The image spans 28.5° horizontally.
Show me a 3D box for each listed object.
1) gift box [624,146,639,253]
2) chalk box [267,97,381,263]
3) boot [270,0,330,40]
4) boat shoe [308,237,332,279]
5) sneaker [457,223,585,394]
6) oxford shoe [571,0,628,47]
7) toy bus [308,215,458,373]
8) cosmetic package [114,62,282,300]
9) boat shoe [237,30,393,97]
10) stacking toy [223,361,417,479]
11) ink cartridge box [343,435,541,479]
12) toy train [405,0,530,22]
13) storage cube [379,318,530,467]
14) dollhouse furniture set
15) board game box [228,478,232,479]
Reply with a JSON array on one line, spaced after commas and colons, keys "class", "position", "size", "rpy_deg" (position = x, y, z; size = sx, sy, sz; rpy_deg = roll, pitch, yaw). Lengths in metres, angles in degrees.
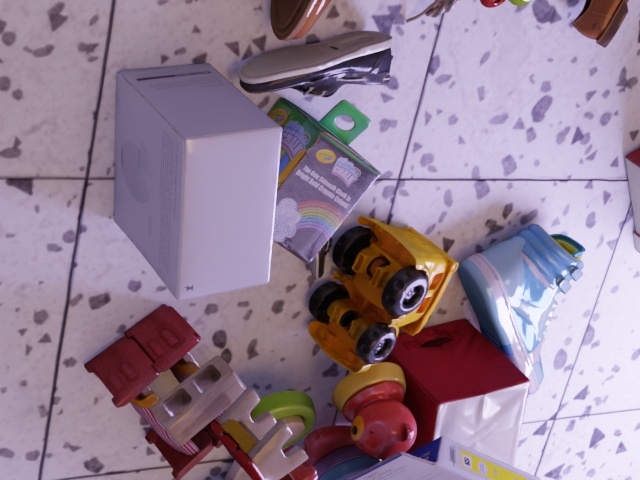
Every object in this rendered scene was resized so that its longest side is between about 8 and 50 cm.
[{"class": "gift box", "position": [0.684, -0.037, 2.131], "size": [0.255, 0.276, 0.258], "rpy_deg": [-27, 130, -8]}, {"class": "chalk box", "position": [-0.020, -0.103, 1.754], "size": [0.132, 0.132, 0.213], "rpy_deg": [34, 96, -39]}, {"class": "boot", "position": [0.070, -0.369, 1.678], "size": [0.220, 0.109, 0.283], "rpy_deg": [16, 101, -41]}, {"class": "boat shoe", "position": [0.000, 0.000, 1.884], "size": [0.038, 0.046, 0.125], "rpy_deg": [-12, 115, -19]}, {"class": "sneaker", "position": [0.371, 0.109, 2.121], "size": [0.208, 0.127, 0.319], "rpy_deg": [-33, 130, -9]}, {"class": "oxford shoe", "position": [0.449, -0.402, 1.899], "size": [0.076, 0.076, 0.212], "rpy_deg": [28, 92, 1]}, {"class": "toy bus", "position": [0.113, 0.084, 1.954], "size": [0.211, 0.149, 0.220], "rpy_deg": [3, 119, -50]}, {"class": "cosmetic package", "position": [-0.162, -0.081, 1.618], "size": [0.138, 0.224, 0.224], "rpy_deg": [-9, 123, -26]}, {"class": "boat shoe", "position": [-0.003, -0.226, 1.718], "size": [0.233, 0.084, 0.079], "rpy_deg": [-16, 124, -26]}, {"class": "stacking toy", "position": [0.004, 0.346, 1.981], "size": [0.280, 0.130, 0.309], "rpy_deg": [-8, 141, -22]}, {"class": "ink cartridge box", "position": [0.130, 0.400, 1.950], "size": [0.307, 0.072, 0.304], "rpy_deg": [30, 134, -31]}, {"class": "toy train", "position": [0.252, -0.368, 1.793], "size": [0.248, 0.105, 0.143], "rpy_deg": [-32, 157, 29]}, {"class": "storage cube", "position": [0.206, 0.269, 2.073], "size": [0.184, 0.193, 0.215], "rpy_deg": [-10, 123, -26]}, {"class": "dollhouse furniture set", "position": [-0.153, 0.268, 1.741], "size": [0.152, 0.374, 0.201], "rpy_deg": [-39, 129, -11]}, {"class": "board game box", "position": [-0.177, 0.571, 2.077], "size": [0.254, 0.079, 0.336], "rpy_deg": [-29, 130, -1]}]
